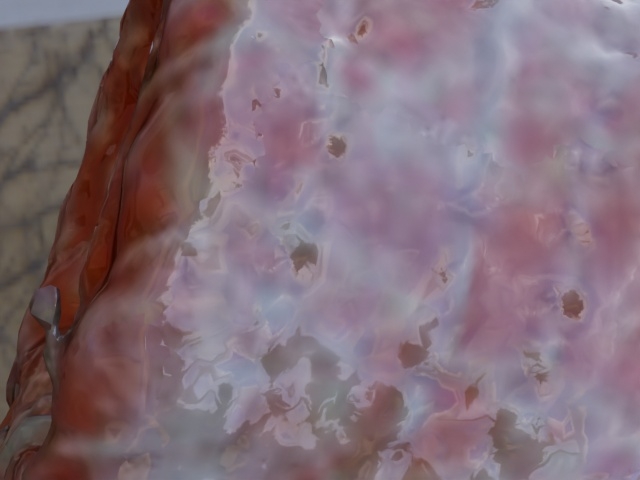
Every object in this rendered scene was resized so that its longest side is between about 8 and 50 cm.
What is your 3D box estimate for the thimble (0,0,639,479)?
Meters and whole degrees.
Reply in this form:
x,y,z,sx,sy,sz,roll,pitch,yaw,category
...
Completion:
x,y,z,sx,sy,sz,roll,pitch,yaw,category
0.000,0.000,0.492,0.239,0.162,0.239,-162,-90,-78,thimble
